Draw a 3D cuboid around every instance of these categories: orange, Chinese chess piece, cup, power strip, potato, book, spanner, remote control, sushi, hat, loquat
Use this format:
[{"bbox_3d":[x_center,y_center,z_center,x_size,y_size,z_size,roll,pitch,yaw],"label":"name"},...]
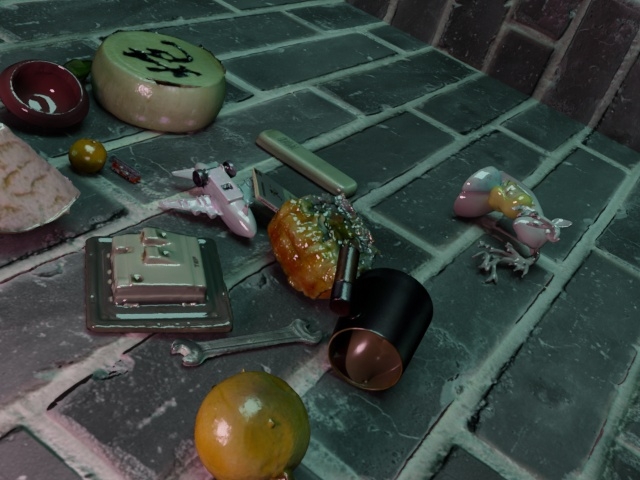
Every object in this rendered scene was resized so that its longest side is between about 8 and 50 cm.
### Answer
[{"bbox_3d":[-0.507,-0.186,1.610,0.083,0.070,0.083,18,28,-10],"label":"orange"},{"bbox_3d":[-0.421,-0.423,1.942,0.349,0.146,0.349,14,33,-9],"label":"Chinese chess piece"},{"bbox_3d":[0.078,0.142,1.355,0.239,0.166,0.177,42,38,-6],"label":"cup"},{"bbox_3d":[-0.294,0.059,1.348,0.251,0.092,0.257,6,36,-23],"label":"power strip"},{"bbox_3d":[-0.627,-0.091,1.389,0.264,0.211,0.189,8,58,47],"label":"potato"},{"bbox_3d":[-0.083,-0.086,1.683,0.182,0.014,0.127,35,23,-31],"label":"book"},{"bbox_3d":[-0.124,0.183,1.332,0.302,0.017,0.071,-6,41,-37],"label":"spanner"},{"bbox_3d":[-0.036,-0.206,1.938,0.309,0.038,0.090,34,33,19],"label":"remote control"},{"bbox_3d":[0.000,0.000,1.532,0.184,0.139,0.274,-14,67,-44],"label":"sushi"},{"bbox_3d":[-0.642,-0.331,1.718,0.205,0.089,0.205,16,54,-24],"label":"hat"},{"bbox_3d":[-0.095,0.283,1.078,0.172,0.149,0.204,-10,54,-45],"label":"loquat"}]

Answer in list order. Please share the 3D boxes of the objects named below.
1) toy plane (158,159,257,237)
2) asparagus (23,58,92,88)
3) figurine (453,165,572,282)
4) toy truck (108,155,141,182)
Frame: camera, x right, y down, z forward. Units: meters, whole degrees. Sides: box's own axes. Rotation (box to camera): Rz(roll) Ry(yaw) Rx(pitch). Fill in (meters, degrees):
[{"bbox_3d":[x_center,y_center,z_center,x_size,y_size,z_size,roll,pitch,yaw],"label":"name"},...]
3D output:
[{"bbox_3d":[-0.215,-0.099,1.619,0.251,0.101,0.255,-20,50,-33],"label":"toy plane"},{"bbox_3d":[-0.671,-0.400,1.835,0.080,0.080,0.287,31,28,15],"label":"asparagus"},{"bbox_3d":[0.469,-0.040,1.863,0.284,0.206,0.316,0,31,-39],"label":"figurine"},{"bbox_3d":[-0.436,-0.158,1.646,0.083,0.032,0.024,31,38,17],"label":"toy truck"}]
